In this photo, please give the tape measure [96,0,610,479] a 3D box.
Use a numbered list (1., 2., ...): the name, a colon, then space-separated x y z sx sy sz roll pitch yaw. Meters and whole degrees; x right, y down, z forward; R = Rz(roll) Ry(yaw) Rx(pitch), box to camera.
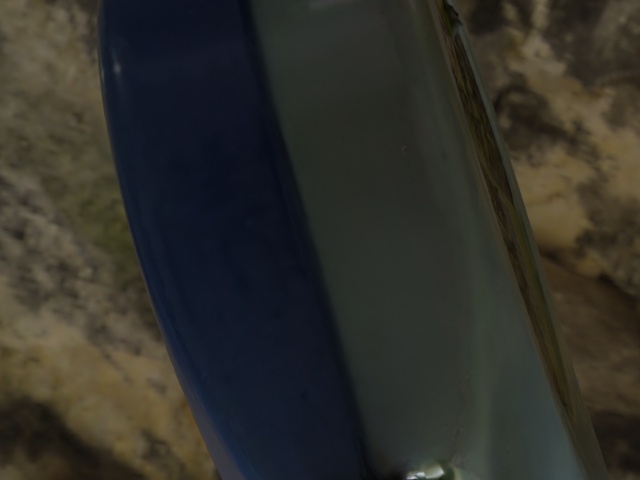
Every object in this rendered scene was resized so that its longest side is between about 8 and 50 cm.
1. tape measure: 0.000 0.000 0.443 0.098 0.351 0.215 -17 -101 7
